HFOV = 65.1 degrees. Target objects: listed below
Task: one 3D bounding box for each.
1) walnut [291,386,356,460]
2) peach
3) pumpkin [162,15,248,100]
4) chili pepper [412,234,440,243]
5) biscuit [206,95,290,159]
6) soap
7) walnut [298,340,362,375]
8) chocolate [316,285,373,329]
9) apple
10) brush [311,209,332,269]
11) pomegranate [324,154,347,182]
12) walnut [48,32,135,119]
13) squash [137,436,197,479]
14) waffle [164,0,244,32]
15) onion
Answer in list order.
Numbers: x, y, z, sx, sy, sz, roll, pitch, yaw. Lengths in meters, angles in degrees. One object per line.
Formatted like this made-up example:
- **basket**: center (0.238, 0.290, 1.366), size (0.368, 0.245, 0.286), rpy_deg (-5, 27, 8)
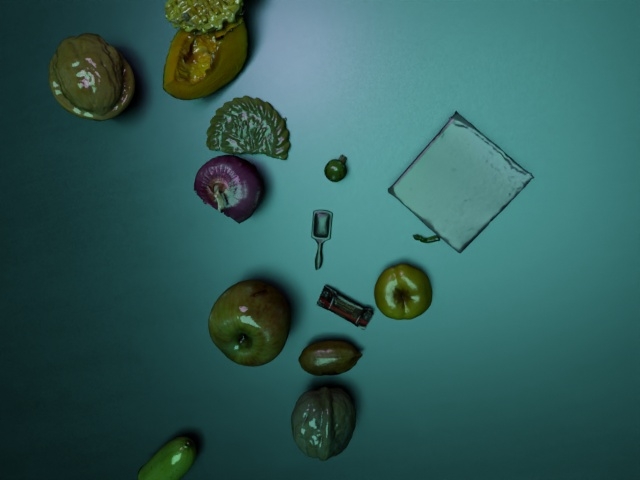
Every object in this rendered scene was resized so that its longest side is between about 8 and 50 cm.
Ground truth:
- **walnut**: center (0.011, 0.575, 1.595), size (0.224, 0.224, 0.224), rpy_deg (2, 101, 12)
- **peach**: center (0.247, 0.155, 1.511), size (0.179, 0.103, 0.179), rpy_deg (2, 105, 9)
- **pumpkin**: center (-0.347, -0.556, 1.504), size (0.312, 0.148, 0.169), rpy_deg (-38, 58, 1)
- **chili pepper**: center (0.318, -0.005, 1.508), size (0.083, 0.022, 0.027), rpy_deg (2, 134, 11)
- **biscuit**: center (-0.226, -0.351, 1.548), size (0.273, 0.036, 0.187), rpy_deg (6, 102, 11)
- **soap**: center (0.388, -0.162, 1.417), size (0.285, 0.107, 0.296), rpy_deg (43, 105, 1)
- **walnut**: center (0.032, 0.375, 1.602), size (0.207, 0.116, 0.116), rpy_deg (-10, 99, 7)
- **chocolate**: center (0.078, 0.214, 1.598), size (0.182, 0.028, 0.086), rpy_deg (24, 112, 8)
- **apple**: center (-0.213, 0.250, 1.569), size (0.264, 0.264, 0.264), rpy_deg (2, 101, 12)
- **brush**: center (0.000, 0.000, 1.577), size (0.063, 0.016, 0.193), rpy_deg (7, 102, 12)
- **pomegranate**: center (0.049, -0.213, 1.506), size (0.073, 0.084, 0.073), rpy_deg (19, 130, 24)
- **walnut**: center (-0.694, -0.486, 1.524), size (0.257, 0.224, 0.257), rpy_deg (2, 81, -11)
- **squash**: center (-0.529, 0.794, 1.788), size (0.247, 0.132, 0.132), rpy_deg (-44, 89, 15)
- **waffle**: center (-0.314, -0.705, 1.440), size (0.280, 0.060, 0.262), rpy_deg (14, 72, 24)
- **onion**: center (-0.271, -0.169, 1.531), size (0.207, 0.200, 0.201), rpy_deg (31, 108, 38)
